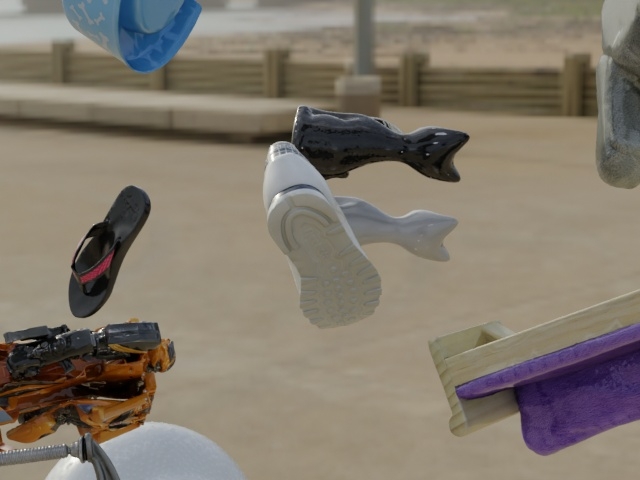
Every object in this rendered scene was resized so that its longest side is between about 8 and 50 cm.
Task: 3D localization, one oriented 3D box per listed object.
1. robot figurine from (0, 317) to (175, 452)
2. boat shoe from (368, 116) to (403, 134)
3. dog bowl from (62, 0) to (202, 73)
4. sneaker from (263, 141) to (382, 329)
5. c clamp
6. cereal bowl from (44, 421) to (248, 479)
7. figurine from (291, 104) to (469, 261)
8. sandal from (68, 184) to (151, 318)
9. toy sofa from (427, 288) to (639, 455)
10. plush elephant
[{"bbox_3d":[-0.260,0.135,1.217,0.291,0.085,0.211,-11,-16,-12],"label":"robot figurine"},{"bbox_3d":[0.074,-0.140,1.874,0.100,0.035,0.035,16,-13,-40],"label":"boat shoe"},{"bbox_3d":[-0.137,-0.298,1.310,0.074,0.297,0.166,22,-7,16],"label":"dog bowl"},{"bbox_3d":[0.000,0.000,1.501,0.090,0.235,0.095,-20,47,0],"label":"sneaker"},{"bbox_3d":[-0.221,0.176,1.060,0.160,0.137,0.022,0,-8,-9],"label":"c clamp"},{"bbox_3d":[-0.211,0.405,1.950,0.339,0.339,0.141,-8,-7,-36],"label":"cereal bowl"},{"bbox_3d":[0.071,-0.059,1.805,0.209,0.215,0.092,5,41,4],"label":"figurine"},{"bbox_3d":[-0.254,0.011,1.682,0.040,0.179,0.067,0,38,-50],"label":"sandal"},{"bbox_3d":[0.313,0.129,1.605,0.362,0.177,0.150,-24,-8,37],"label":"toy sofa"},{"bbox_3d":[0.456,-0.229,1.671,0.255,0.272,0.330,7,48,-10],"label":"plush elephant"}]
